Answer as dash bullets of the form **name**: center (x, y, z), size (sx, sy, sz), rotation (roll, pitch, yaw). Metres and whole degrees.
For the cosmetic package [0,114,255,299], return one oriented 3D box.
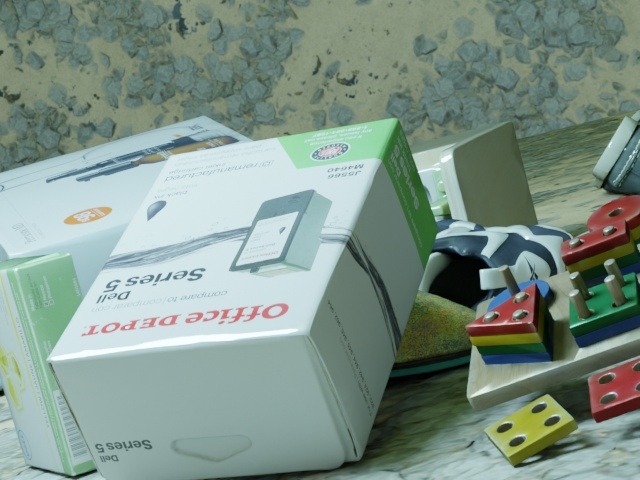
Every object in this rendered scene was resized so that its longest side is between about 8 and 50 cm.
- **cosmetic package**: center (-0.190, -0.023, 1.705), size (0.284, 0.097, 0.377), rotation (-19, 17, -15)

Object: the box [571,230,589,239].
- **box**: center (0.253, 0.025, 1.274), size (0.101, 0.087, 0.102), rotation (-10, 9, 40)

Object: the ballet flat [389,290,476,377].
- **ballet flat**: center (-0.034, 0.076, 1.400), size (0.348, 0.123, 0.123), rotation (-14, 6, 11)

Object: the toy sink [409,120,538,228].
- **toy sink**: center (0.126, -0.023, 1.773), size (0.131, 0.152, 0.234), rotation (-13, 7, 23)

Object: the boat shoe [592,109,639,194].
- **boat shoe**: center (0.414, -0.097, 2.191), size (0.099, 0.116, 0.319), rotation (30, 9, 11)

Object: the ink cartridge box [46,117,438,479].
- **ink cartridge box**: center (-0.046, 0.039, 1.237), size (0.198, 0.114, 0.273), rotation (-8, 31, 22)

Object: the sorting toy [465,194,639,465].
- **sorting toy**: center (0.154, 0.045, 1.119), size (0.132, 0.046, 0.274), rotation (-21, 21, 18)

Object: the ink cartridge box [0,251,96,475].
- **ink cartridge box**: center (-0.244, 0.100, 1.429), size (0.056, 0.171, 0.235), rotation (-18, 6, -28)

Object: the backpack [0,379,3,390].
- **backpack**: center (-0.406, 0.081, 1.939), size (0.253, 0.191, 0.225), rotation (-12, 4, -37)

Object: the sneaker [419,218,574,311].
- **sneaker**: center (0.099, 0.034, 1.551), size (0.235, 0.094, 0.153), rotation (4, 8, 42)

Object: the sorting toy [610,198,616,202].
- **sorting toy**: center (0.300, -0.006, 1.696), size (0.102, 0.061, 0.042), rotation (-19, 34, 55)
